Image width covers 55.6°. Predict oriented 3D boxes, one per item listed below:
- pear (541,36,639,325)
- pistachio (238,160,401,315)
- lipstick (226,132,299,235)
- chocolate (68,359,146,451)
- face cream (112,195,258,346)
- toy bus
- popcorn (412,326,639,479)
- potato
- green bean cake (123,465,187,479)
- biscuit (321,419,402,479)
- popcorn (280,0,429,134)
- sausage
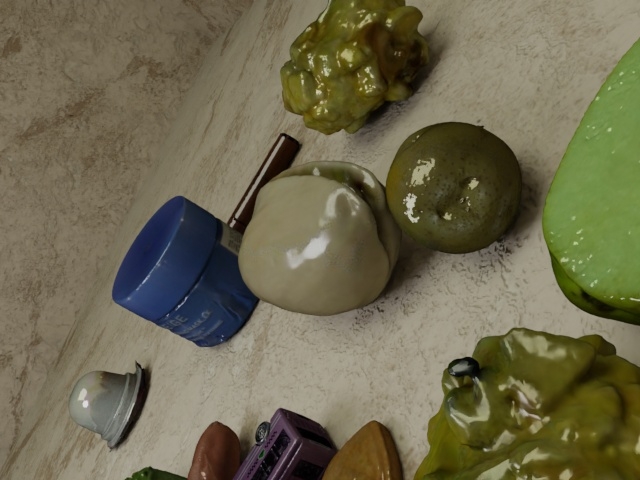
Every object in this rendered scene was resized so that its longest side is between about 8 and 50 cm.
[{"bbox_3d":[0.291,-0.025,0.428,0.292,0.159,0.292,-45,26,30],"label":"pear"},{"bbox_3d":[0.000,0.000,0.863,0.208,0.226,0.332,-27,2,-28],"label":"pistachio"},{"bbox_3d":[-0.158,-0.085,1.402,0.356,0.057,0.057,-59,26,1],"label":"lipstick"},{"bbox_3d":[-0.525,0.382,1.471,0.221,0.147,0.221,-44,26,28],"label":"chocolate"},{"bbox_3d":[-0.257,0.068,1.231,0.249,0.225,0.248,-40,31,30],"label":"face cream"},{"bbox_3d":[-0.060,0.315,0.777,0.178,0.087,0.098,-58,28,2],"label":"toy bus"},{"bbox_3d":[0.157,0.162,0.454,0.218,0.170,0.189,-27,42,38],"label":"popcorn"},{"bbox_3d":[0.161,-0.072,0.739,0.157,0.157,0.194,-50,5,19],"label":"potato"},{"bbox_3d":[-0.292,0.497,0.958,0.222,0.125,0.248,-40,32,36],"label":"green bean cake"},{"bbox_3d":[0.033,0.313,0.681,0.142,0.029,0.220,3,65,61],"label":"biscuit"},{"bbox_3d":[0.060,-0.322,1.088,0.286,0.215,0.252,-56,20,-1],"label":"popcorn"},{"bbox_3d":[-0.164,0.450,0.827,0.088,0.088,0.432,-39,33,37],"label":"sausage"}]
